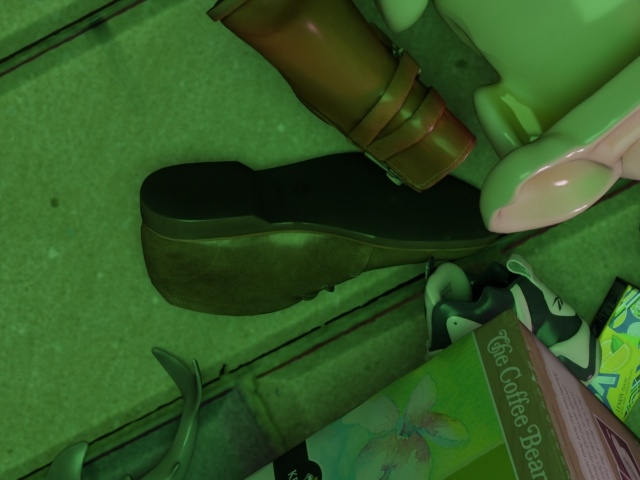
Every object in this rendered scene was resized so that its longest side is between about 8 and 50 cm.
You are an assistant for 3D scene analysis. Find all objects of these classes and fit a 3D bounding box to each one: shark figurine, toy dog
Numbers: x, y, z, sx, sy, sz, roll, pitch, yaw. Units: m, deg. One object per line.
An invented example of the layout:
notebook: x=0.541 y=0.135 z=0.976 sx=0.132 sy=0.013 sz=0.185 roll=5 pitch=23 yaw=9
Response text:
shark figurine: x=-0.181 y=0.225 z=1.515 sx=0.278 sy=0.116 sz=0.166 roll=-34 pitch=97 yaw=5
toy dog: x=0.177 y=-0.255 z=1.367 sx=0.284 sy=0.395 sz=0.408 roll=-43 pitch=70 yaw=27

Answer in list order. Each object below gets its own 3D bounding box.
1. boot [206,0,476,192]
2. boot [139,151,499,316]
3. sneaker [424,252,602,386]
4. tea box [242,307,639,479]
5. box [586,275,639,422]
boot: x=0.023 y=-0.129 z=1.388 sx=0.220 sy=0.283 sz=0.109 roll=45 pitch=84 yaw=3
boot: x=0.000 y=0.000 z=1.514 sx=0.305 sy=0.112 sz=0.115 roll=0 pitch=127 yaw=-5
sneaker: x=0.100 y=0.092 z=1.488 sx=0.235 sy=0.094 sz=0.153 roll=-27 pitch=105 yaw=23
tea box: x=0.108 y=0.292 z=1.354 sx=0.323 sy=0.329 sz=0.220 roll=-34 pitch=126 yaw=16
box: x=0.243 y=0.120 z=1.534 sx=0.059 sy=0.054 sz=0.169 roll=28 pitch=96 yaw=-3
